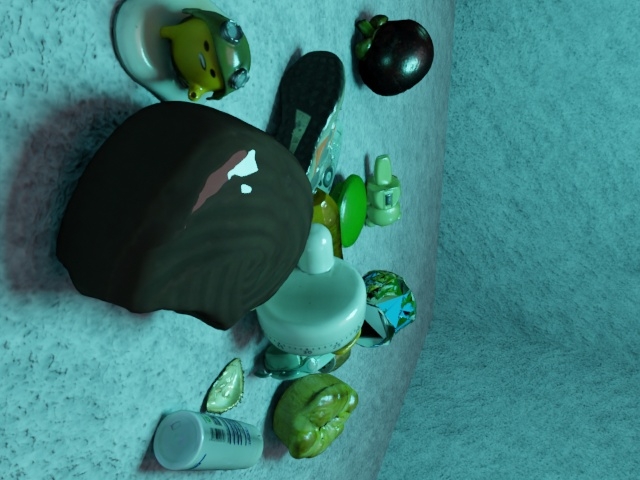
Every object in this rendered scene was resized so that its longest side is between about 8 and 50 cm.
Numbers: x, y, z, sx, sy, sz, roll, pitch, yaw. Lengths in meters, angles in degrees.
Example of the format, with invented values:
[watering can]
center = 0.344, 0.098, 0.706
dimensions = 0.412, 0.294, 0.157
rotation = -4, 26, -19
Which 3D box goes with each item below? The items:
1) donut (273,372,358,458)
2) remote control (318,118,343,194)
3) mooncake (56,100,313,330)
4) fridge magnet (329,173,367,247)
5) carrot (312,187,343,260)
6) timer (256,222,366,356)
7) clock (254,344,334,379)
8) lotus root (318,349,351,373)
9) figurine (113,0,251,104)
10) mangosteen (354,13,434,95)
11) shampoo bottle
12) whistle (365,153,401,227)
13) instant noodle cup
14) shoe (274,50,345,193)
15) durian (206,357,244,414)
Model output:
[donut]
center = -0.017, 0.450, 1.176
dimensions = 0.208, 0.128, 0.261
rotation = -58, 150, -5
[remote control]
center = 0.006, -0.176, 1.118
dimensions = 0.097, 0.045, 0.256
rotation = 20, 84, -65
[mooncake]
center = -0.152, -0.015, 0.599
dimensions = 0.334, 0.174, 0.325
rotation = -43, 150, -37
[fridge magnet]
center = 0.077, -0.082, 1.265
dimensions = 0.208, 0.088, 0.207
rotation = 11, 90, -68
[carrot]
center = 0.000, 0.000, 1.083
dimensions = 0.301, 0.114, 0.114
rotation = 77, 32, -50
[timer]
center = -0.020, 0.109, 0.931
dimensions = 0.233, 0.234, 0.240
rotation = -56, 152, -44
[clock]
center = -0.057, 0.261, 1.027
dimensions = 0.189, 0.148, 0.060
rotation = -25, 103, -59
[lotus root]
center = 0.025, 0.310, 1.277
dimensions = 0.081, 0.112, 0.122
rotation = -30, 128, -52
[figurine]
center = -0.134, -0.267, 0.623
dimensions = 0.250, 0.141, 0.166
rotation = -46, 139, -53
[mangosteen]
center = 0.200, -0.512, 1.241
dimensions = 0.216, 0.216, 0.216
rotation = 10, 90, -67
[shampoo bottle]
center = -0.184, 0.378, 0.844
dimensions = 0.303, 0.092, 0.092
rotation = 59, 46, -59
[whistle]
center = 0.207, -0.156, 1.511
dimensions = 0.106, 0.131, 0.288
rotation = -115, -167, -51
[instant noodle cup]
center = 0.176, 0.232, 1.488
dimensions = 0.178, 0.240, 0.240
rotation = -32, 128, -51
[shoe]
center = -0.017, -0.218, 0.951
dimensions = 0.171, 0.133, 0.336
rotation = 47, 59, -68
[durian]
center = -0.184, 0.291, 0.892
dimensions = 0.066, 0.052, 0.130
rotation = 48, 39, -13
